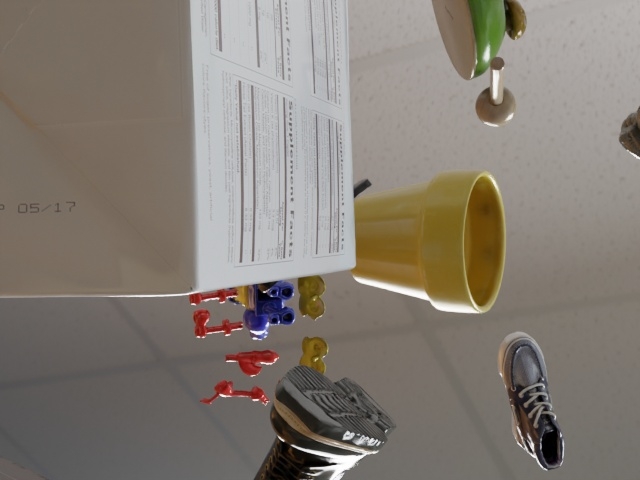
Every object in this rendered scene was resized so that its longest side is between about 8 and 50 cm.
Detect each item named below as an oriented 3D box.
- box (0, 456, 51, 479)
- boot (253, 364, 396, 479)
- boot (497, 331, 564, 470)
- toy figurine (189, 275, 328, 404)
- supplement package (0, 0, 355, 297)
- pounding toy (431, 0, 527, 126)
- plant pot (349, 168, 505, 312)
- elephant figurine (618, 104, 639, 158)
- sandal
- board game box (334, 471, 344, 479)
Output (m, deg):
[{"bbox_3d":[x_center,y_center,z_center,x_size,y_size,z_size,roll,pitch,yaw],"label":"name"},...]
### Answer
[{"bbox_3d":[-0.406,0.282,0.839,0.312,0.179,0.343,6,-1,-42],"label":"box"},{"bbox_3d":[-0.020,0.165,0.711,0.077,0.137,0.198,44,3,22],"label":"boot"},{"bbox_3d":[0.302,0.224,1.399,0.069,0.086,0.190,-19,-67,-8],"label":"boot"},{"bbox_3d":[-0.118,0.035,1.461,0.191,0.217,0.363,-9,-70,-17],"label":"toy figurine"},{"bbox_3d":[-0.109,-0.074,0.556,0.199,0.262,0.198,-1,-89,17],"label":"supplement package"},{"bbox_3d":[0.220,-0.280,1.248,0.110,0.237,0.183,-17,-21,-2],"label":"pounding toy"},{"bbox_3d":[0.183,0.001,1.791,0.239,0.254,0.254,0,-44,26],"label":"plant pot"},{"bbox_3d":[0.534,-0.199,1.406,0.169,0.239,0.186,26,-37,10],"label":"elephant figurine"},{"bbox_3d":[0.000,0.000,1.160,0.040,0.067,0.179,42,-90,-3],"label":"sandal"},{"bbox_3d":[-0.035,0.286,0.986,0.133,0.033,0.169,-22,-22,-26],"label":"board game box"}]
